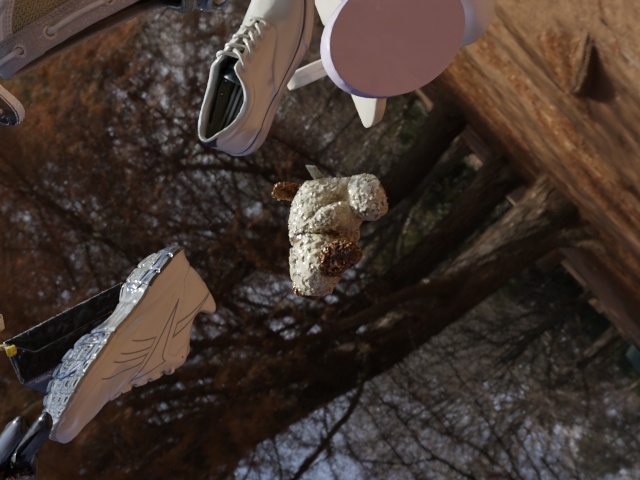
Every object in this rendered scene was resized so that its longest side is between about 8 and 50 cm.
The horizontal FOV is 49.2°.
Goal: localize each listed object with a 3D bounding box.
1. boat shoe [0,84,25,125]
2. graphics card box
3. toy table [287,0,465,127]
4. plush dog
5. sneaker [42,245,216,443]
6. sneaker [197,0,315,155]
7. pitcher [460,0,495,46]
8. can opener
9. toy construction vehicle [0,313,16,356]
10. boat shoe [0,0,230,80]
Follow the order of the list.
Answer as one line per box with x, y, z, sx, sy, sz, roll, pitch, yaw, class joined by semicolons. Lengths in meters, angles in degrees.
-0.803;-0.330;1.664;0.108;0.102;0.301;16;164;1;boat shoe
-0.440;0.220;1.385;0.094;0.232;0.371;59;168;14;graphics card box
0.083;-0.313;1.126;0.160;0.274;0.252;1;107;58;toy table
0.000;0.000;1.383;0.210;0.262;0.226;12;-119;-14;plush dog
-0.243;0.146;0.928;0.111;0.297;0.129;-4;133;52;sneaker
-0.081;-0.227;0.871;0.094;0.258;0.091;24;-165;24;sneaker
0.213;-0.440;1.219;0.207;0.177;0.126;66;-157;-56;pitcher
-0.330;0.222;0.753;0.059;0.186;0.073;-15;-108;-35;can opener
-0.519;0.141;1.075;0.035;0.098;0.086;-42;-54;-72;toy construction vehicle
-0.177;-0.247;0.693;0.118;0.320;0.103;-1;110;60;boat shoe
